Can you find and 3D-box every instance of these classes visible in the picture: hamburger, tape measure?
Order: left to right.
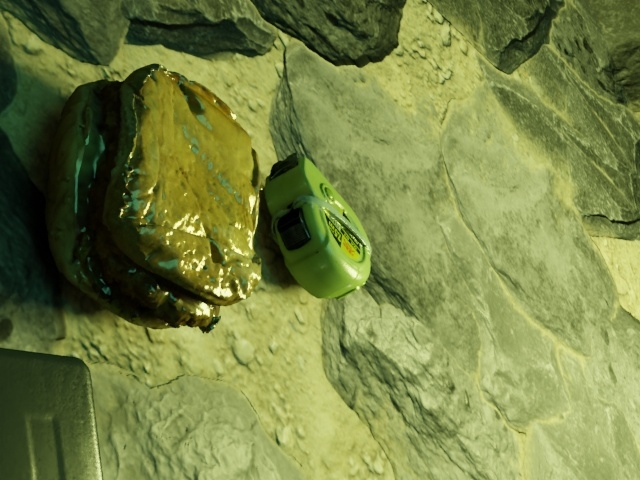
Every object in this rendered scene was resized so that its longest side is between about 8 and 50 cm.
[{"bbox_3d":[-0.178,-0.042,1.505,0.259,0.145,0.283,42,35,-38],"label":"hamburger"},{"bbox_3d":[0.000,0.000,1.770,0.177,0.087,0.154,46,26,-29],"label":"tape measure"}]

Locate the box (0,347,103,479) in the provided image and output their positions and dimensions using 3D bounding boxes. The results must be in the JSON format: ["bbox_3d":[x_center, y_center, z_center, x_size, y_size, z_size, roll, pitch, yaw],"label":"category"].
[{"bbox_3d":[-0.270,0.214,1.290,0.160,0.050,0.230,15,58,-51],"label":"box"}]
